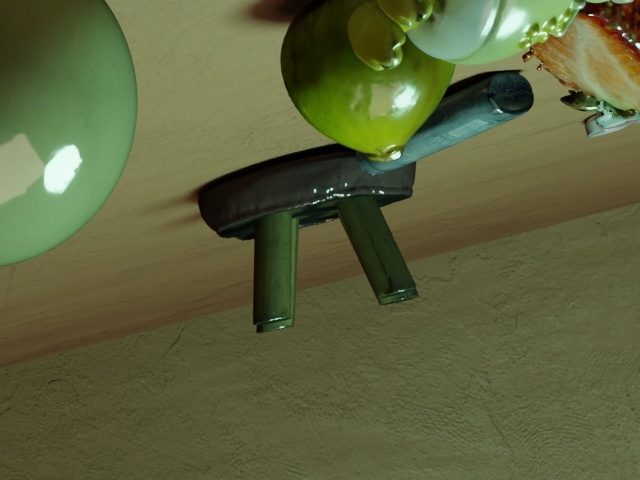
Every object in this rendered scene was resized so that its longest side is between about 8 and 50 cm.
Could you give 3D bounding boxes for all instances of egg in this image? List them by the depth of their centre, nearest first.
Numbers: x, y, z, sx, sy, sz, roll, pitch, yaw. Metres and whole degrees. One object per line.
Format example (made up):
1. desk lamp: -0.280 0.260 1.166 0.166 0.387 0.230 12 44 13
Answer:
1. egg: -0.199 -0.080 0.997 0.186 0.186 0.241 -11 170 -23

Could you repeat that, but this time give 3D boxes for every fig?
1. fig: 0.040 -0.139 1.323 0.136 0.121 0.153 -11 151 17

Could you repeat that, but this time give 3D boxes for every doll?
1. doll: 0.155 -0.187 1.146 0.296 0.117 0.141 -12 150 -24

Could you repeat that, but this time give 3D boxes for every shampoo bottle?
1. shampoo bottle: 0.128 -0.124 1.862 0.087 0.049 0.233 -10 172 -40

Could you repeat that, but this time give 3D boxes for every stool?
1. stool: 0.000 0.000 2.059 0.272 0.179 0.272 -13 174 -1

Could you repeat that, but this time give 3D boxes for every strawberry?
1. strawberry: 0.273 -0.187 1.501 0.175 0.107 0.236 23 169 -1

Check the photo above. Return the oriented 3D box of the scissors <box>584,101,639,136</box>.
1. scissors: 0.378 -0.160 2.159 0.118 0.031 0.242 -18 175 17
